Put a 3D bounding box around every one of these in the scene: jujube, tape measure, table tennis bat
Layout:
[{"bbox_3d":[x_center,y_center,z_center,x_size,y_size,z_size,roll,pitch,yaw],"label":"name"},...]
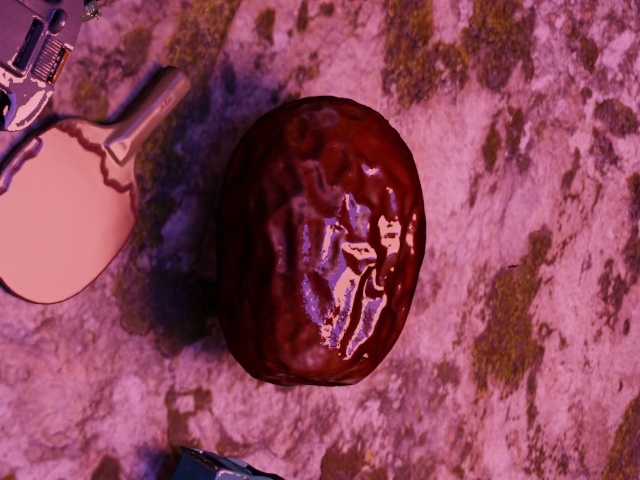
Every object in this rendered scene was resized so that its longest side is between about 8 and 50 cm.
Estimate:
[{"bbox_3d":[0.000,0.000,1.409,0.183,0.183,0.243,16,74,-45],"label":"jujube"},{"bbox_3d":[-0.087,0.251,1.431,0.146,0.081,0.125,23,90,-44],"label":"tape measure"},{"bbox_3d":[-0.183,-0.053,1.335,0.234,0.022,0.131,-53,128,-24],"label":"table tennis bat"}]

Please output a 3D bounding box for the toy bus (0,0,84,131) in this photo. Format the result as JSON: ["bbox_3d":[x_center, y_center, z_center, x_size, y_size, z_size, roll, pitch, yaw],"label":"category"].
[{"bbox_3d":[-0.281,-0.169,1.136,0.209,0.136,0.126,33,75,-42],"label":"toy bus"}]

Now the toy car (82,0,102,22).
[{"bbox_3d":[-0.180,-0.232,1.283,0.186,0.058,0.093,-47,127,-44],"label":"toy car"}]
